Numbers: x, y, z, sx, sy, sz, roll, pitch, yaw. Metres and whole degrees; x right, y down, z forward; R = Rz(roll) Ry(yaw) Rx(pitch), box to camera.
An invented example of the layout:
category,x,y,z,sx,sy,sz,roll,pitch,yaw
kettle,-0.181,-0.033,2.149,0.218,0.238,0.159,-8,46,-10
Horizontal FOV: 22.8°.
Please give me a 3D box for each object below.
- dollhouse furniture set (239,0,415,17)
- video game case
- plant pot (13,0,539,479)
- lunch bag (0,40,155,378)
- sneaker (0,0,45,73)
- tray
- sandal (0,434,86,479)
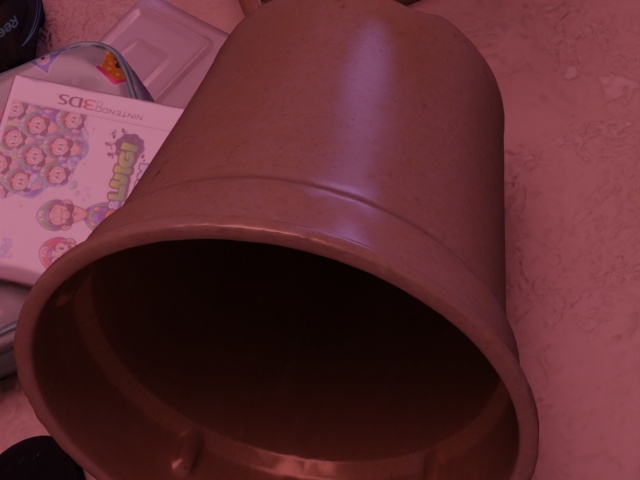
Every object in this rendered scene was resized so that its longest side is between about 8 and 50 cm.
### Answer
category,x,y,z,sx,sy,sz,roll,pitch,yaw
dollhouse furniture set,-0.002,-0.368,1.270,0.256,0.394,0.362,-23,53,1
video game case,-0.182,-0.037,1.184,0.143,0.019,0.157,12,77,8
plant pot,0.000,0.000,1.089,0.333,0.334,0.305,0,46,17
lunch bag,-0.242,-0.010,1.254,0.279,0.108,0.224,-23,75,4
sneaker,-0.314,-0.235,1.467,0.101,0.106,0.267,-28,33,3
tray,-0.193,-0.108,1.378,0.145,0.030,0.270,31,70,31
sandal,-0.185,0.242,1.115,0.097,0.054,0.254,-30,53,-4
